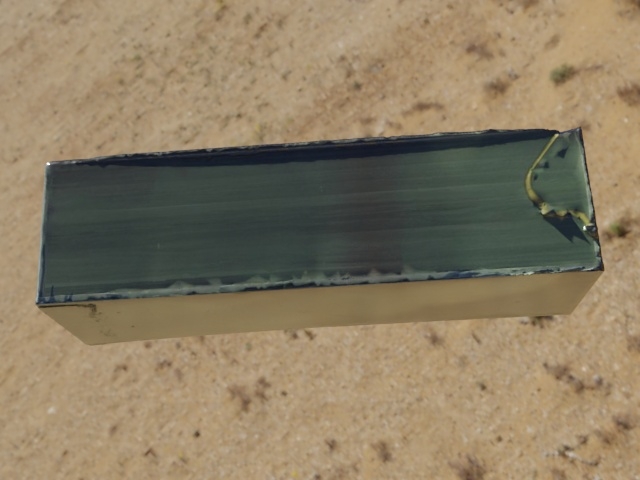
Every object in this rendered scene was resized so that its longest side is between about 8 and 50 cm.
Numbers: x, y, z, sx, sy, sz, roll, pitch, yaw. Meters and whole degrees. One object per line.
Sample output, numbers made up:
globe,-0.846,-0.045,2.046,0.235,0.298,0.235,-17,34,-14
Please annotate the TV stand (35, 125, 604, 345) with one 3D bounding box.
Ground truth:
TV stand,0.000,0.000,0.481,0.269,0.088,0.082,-3,70,2
